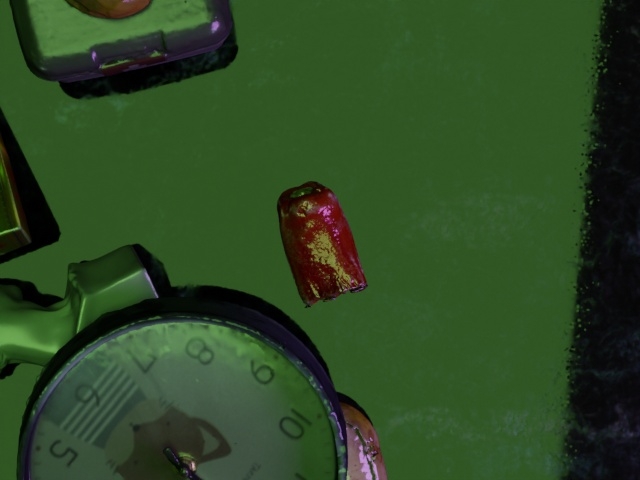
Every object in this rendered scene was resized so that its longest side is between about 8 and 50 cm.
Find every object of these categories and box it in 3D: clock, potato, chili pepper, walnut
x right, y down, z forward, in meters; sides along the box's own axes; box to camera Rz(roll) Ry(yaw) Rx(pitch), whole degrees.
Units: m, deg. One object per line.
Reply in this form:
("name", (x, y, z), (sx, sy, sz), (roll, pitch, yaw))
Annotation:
("clock", (-0.132, 0.215, 1.267), (0.325, 0.067, 0.325), (-1, 98, -4))
("potato", (0.016, 0.246, 1.354), (0.107, 0.080, 0.170), (-17, 85, 7))
("chili pepper", (0.000, 0.000, 1.358), (0.070, 0.073, 0.123), (-21, 95, -43))
("walnut", (-0.211, -0.260, 1.226), (0.121, 0.052, 0.091), (38, 90, 2))

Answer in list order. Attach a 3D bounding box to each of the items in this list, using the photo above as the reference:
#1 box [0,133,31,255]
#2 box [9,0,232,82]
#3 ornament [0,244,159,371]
("box", (-0.458, -0.018, 1.320), (0.311, 0.043, 0.173), (-21, 63, -1))
("box", (-0.198, -0.239, 1.317), (0.210, 0.129, 0.148), (-13, 90, -2))
("ornament", (-0.293, 0.091, 1.319), (0.285, 0.130, 0.120), (-8, 111, 0))
